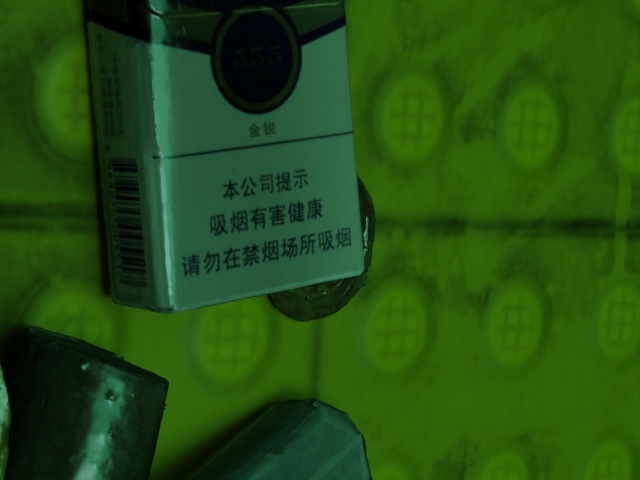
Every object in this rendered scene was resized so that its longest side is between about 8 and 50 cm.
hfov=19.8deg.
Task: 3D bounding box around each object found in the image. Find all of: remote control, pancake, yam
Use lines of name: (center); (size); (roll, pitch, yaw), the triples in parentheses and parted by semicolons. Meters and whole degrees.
remote control: (-0.041, 0.184, 1.177); (0.247, 0.052, 0.104); (-39, 109, -51)
pancake: (-0.001, 0.000, 1.255); (0.115, 0.011, 0.115); (-9, 104, -41)
yam: (-0.166, 0.183, 1.070); (0.106, 0.106, 0.259); (23, 80, -41)

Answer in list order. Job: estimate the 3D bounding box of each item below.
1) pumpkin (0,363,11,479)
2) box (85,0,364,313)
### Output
pumpkin: (-0.275, 0.092, 0.954); (0.217, 0.110, 0.217); (-4, 101, -22)
box: (-0.059, -0.094, 1.143); (0.168, 0.071, 0.259); (-11, 102, -38)
